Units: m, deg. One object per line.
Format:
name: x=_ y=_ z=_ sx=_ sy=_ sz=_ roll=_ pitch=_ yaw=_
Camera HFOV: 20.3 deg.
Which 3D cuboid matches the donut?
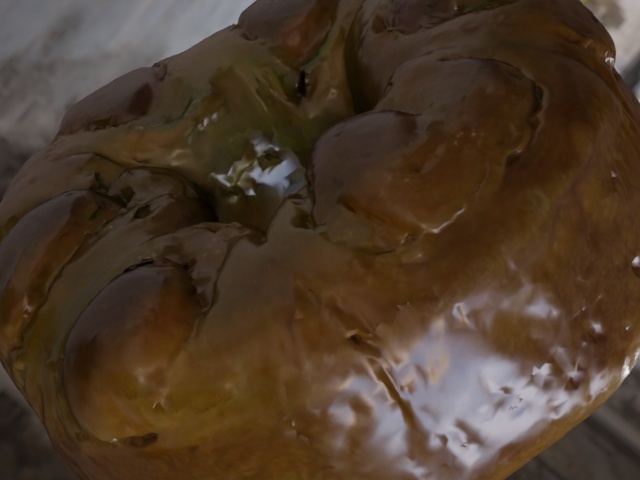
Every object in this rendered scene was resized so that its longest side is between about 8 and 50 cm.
donut: x=0.002 y=-0.001 z=0.557 sx=0.227 sy=0.114 sz=0.226 roll=-25 pitch=-153 yaw=14
